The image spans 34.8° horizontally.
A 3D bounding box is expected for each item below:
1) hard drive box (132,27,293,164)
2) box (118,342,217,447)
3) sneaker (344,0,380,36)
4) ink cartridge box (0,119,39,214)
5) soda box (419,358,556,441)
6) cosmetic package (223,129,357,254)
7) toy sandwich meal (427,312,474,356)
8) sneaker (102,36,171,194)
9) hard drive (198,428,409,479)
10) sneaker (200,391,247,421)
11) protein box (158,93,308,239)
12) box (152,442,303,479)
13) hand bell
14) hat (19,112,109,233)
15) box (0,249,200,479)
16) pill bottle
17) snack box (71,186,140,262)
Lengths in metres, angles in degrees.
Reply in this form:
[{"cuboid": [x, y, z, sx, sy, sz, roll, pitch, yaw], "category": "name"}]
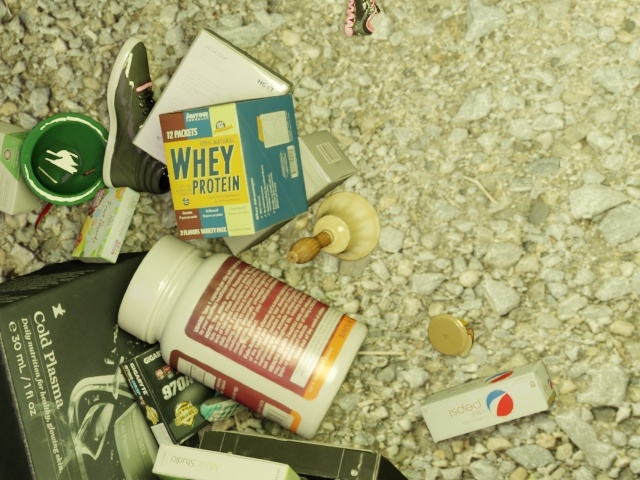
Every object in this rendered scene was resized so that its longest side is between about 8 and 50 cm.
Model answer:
[{"cuboid": [-0.184, -0.220, 1.765, 0.181, 0.089, 0.232, 34, 101, -4], "category": "hard drive box"}, {"cuboid": [-0.249, 0.261, 1.883, 0.051, 0.220, 0.175, -25, 91, 35], "category": "box"}, {"cuboid": [0.074, -0.394, 1.691, 0.057, 0.047, 0.119, 11, 114, 14], "category": "sneaker"}, {"cuboid": [-0.660, -0.160, 2.038, 0.212, 0.093, 0.154, 20, 108, 17], "category": "ink cartridge box"}, {"cuboid": [0.283, 0.273, 1.733, 0.216, 0.074, 0.069, -23, 92, 26], "category": "soda box"}, {"cuboid": [-0.070, -0.084, 1.778, 0.238, 0.127, 0.107, -39, 85, 28], "category": "cosmetic package"}, {"cuboid": [0.225, 0.161, 1.760, 0.085, 0.029, 0.086, 12, 111, 32], "category": "toy sandwich meal"}, {"cuboid": [-0.308, -0.217, 1.869, 0.146, 0.104, 0.296, 17, 114, 17], "category": "sneaker"}, {"cuboid": [-0.021, 0.413, 1.823, 0.338, 0.237, 0.064, 2, 64, 24], "category": "hard drive"}, {"cuboid": [-0.169, 0.282, 1.892, 0.076, 0.166, 0.065, 53, 124, 19], "category": "sneaker"}, {"cuboid": [-0.131, -0.119, 1.615, 0.135, 0.201, 0.200, -4, 99, 25], "category": "protein box"}, {"cuboid": [-0.130, 0.439, 1.795, 0.232, 0.322, 0.059, 6, 67, 16], "category": "box"}, {"cuboid": [0.000, 0.000, 1.701, 0.126, 0.242, 0.126, 6, 105, 23], "category": "hand bell"}, {"cuboid": [-0.515, -0.144, 2.014, 0.208, 0.183, 0.173, -37, 100, -17], "category": "hat"}, {"cuboid": [-0.486, 0.308, 1.859, 0.297, 0.471, 0.480, -8, 98, 24], "category": "box"}, {"cuboid": [-0.136, 0.159, 1.778, 0.392, 0.224, 0.224, 28, 112, 5], "category": "pill bottle"}, {"cuboid": [-0.399, -0.028, 1.901, 0.100, 0.037, 0.141, 0, 66, 43], "category": "snack box"}]
